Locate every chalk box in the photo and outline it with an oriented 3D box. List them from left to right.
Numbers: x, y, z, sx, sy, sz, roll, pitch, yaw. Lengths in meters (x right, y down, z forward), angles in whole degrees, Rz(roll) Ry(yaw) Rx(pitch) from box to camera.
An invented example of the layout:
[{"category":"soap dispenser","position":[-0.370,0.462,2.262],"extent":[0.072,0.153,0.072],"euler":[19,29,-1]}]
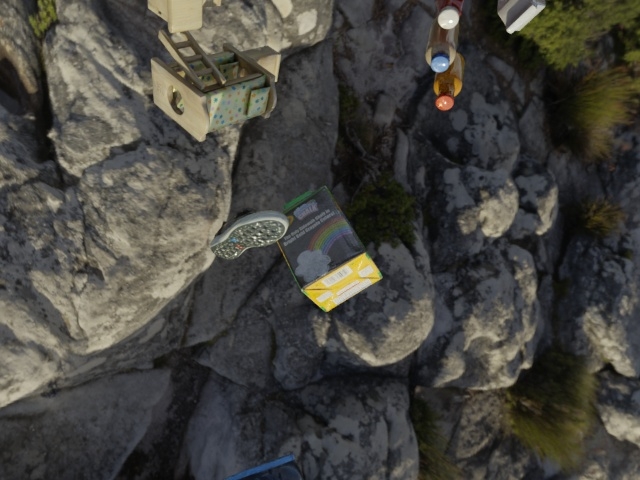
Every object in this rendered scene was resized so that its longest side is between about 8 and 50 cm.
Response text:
[{"category":"chalk box","position":[0.000,0.000,0.823],"extent":[0.132,0.213,0.132],"euler":[-31,147,5]}]

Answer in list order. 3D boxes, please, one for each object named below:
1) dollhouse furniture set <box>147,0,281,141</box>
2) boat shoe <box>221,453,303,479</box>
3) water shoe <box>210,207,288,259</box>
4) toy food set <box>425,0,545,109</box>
[{"category":"dollhouse furniture set","position":[-0.090,-0.228,0.507],"extent":[0.182,0.101,0.161],"euler":[-34,155,-37]},{"category":"boat shoe","position":[-0.097,0.323,0.479],"extent":[0.109,0.089,0.258],"euler":[10,132,-42]},{"category":"water shoe","position":[-0.132,-0.030,0.781],"extent":[0.073,0.203,0.080],"euler":[34,52,-34]},{"category":"toy food set","position":[0.205,-0.282,0.541],"extent":[0.111,0.232,0.105],"euler":[29,54,-17]}]
